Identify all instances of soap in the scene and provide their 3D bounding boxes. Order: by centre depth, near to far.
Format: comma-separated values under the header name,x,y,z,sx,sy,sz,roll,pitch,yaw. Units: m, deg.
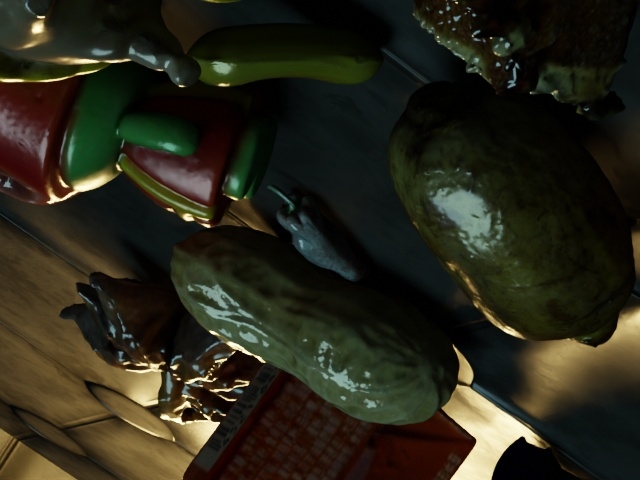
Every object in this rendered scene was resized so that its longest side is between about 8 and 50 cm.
name,x,y,z,sx,sy,sz,roll,pitch,yaw
soap,-0.026,-0.131,1.367,0.140,0.045,0.089,-2,-169,-14

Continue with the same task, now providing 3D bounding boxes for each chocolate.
name,x,y,z,sx,sy,sz,roll,pitch,yaw
chocolate,0.003,0.231,2.019,0.235,0.237,0.108,39,170,-24

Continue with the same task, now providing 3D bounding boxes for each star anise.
name,x,y,z,sx,sy,sz,roll,pitch,yaw
star anise,-0.165,0.136,2.226,0.292,0.109,0.349,39,161,-7

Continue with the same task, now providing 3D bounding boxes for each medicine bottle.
name,x,y,z,sx,sy,sz,roll,pitch,yaw
medicine bottle,0.289,0.299,1.981,0.258,0.079,0.124,28,160,7

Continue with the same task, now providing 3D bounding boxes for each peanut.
name,x,y,z,sx,sy,sz,roll,pitch,yaw
peanut,-0.011,0.075,1.815,0.298,0.120,0.136,27,168,14

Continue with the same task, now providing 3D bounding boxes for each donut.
name,x,y,z,sx,sy,sz,roll,pitch,yaw
donut,0.109,-0.159,1.090,0.126,0.144,0.187,28,-168,28

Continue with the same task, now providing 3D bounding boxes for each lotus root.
name,x,y,z,sx,sy,sz,roll,pitch,yaw
lotus root,0.143,-0.010,1.368,0.145,0.128,0.260,29,161,52

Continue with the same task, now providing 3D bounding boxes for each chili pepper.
name,x,y,z,sx,sy,sz,roll,pitch,yaw
chili pepper,-0.001,0.000,1.743,0.153,0.041,0.050,50,-164,-44

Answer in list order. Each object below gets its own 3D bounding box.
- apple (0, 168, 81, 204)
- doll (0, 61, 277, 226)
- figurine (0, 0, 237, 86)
name,x,y,z,sx,sy,sz,roll,pitch,yaw
apple,-0.265,-0.101,1.767,0.153,0.120,0.153,27,160,11
doll,-0.215,-0.123,1.563,0.363,0.160,0.182,28,-169,3
figurine,-0.150,-0.202,1.282,0.344,0.187,0.215,0,156,45
